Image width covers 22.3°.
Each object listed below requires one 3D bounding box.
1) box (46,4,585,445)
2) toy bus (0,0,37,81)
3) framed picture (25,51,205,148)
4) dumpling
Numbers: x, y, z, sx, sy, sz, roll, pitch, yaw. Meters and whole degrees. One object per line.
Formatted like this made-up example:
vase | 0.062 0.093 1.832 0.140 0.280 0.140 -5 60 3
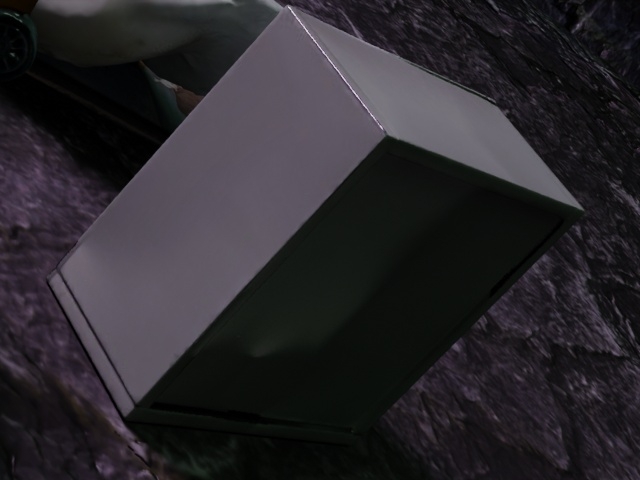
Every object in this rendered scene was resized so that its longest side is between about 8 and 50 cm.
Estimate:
box | 0.000 0.000 0.977 0.225 0.225 0.117 16 33 -53
toy bus | -0.214 -0.084 0.787 0.114 0.201 0.098 26 26 -22
framed picture | -0.144 -0.147 1.313 0.347 0.016 0.265 29 25 -34
dumpling | -0.178 -0.233 1.144 0.212 0.270 0.320 -9 77 -39
